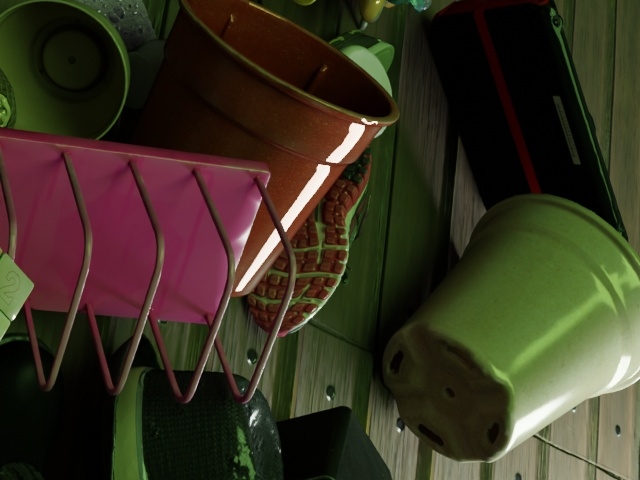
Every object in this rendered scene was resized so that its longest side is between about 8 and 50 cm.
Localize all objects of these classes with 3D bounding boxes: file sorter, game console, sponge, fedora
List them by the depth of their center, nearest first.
[{"bbox_3d":[-0.193,0.038,1.446,0.290,0.202,0.182,6,33,-24],"label":"file sorter"},{"bbox_3d":[-0.122,0.256,1.582,0.334,0.152,0.334,-8,90,-82],"label":"fedora"},{"bbox_3d":[-0.267,-0.314,1.713,0.117,0.031,0.210,-34,110,-51],"label":"sponge"},{"bbox_3d":[0.307,-0.176,2.217,0.060,0.342,0.386,-26,105,-22],"label":"game console"}]

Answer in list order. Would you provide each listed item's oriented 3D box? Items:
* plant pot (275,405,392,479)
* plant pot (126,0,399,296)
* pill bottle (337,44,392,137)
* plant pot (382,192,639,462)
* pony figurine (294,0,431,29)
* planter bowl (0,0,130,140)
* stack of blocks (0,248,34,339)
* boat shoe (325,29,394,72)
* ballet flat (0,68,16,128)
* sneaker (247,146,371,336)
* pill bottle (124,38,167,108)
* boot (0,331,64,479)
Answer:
[{"bbox_3d":[-0.010,0.310,1.804,0.188,0.187,0.167,58,29,-27],"label":"plant pot"},{"bbox_3d":[-0.096,-0.099,1.649,0.272,0.272,0.265,4,123,-53],"label":"plant pot"},{"bbox_3d":[-0.025,-0.166,1.853,0.117,0.208,0.117,16,69,-50],"label":"pill bottle"},{"bbox_3d":[0.264,0.149,2.114,0.305,0.334,0.334,-36,111,-39],"label":"plant pot"},{"bbox_3d":[0.096,-0.446,1.994,0.363,0.303,0.351,-31,144,-76],"label":"pony figurine"},{"bbox_3d":[-0.275,-0.186,1.589,0.109,0.162,0.162,-75,145,-71],"label":"planter bowl"},{"bbox_3d":[-0.379,0.126,1.206,0.087,0.171,0.297,53,45,-32],"label":"stack of blocks"},{"bbox_3d":[0.010,-0.235,2.039,0.228,0.068,0.081,-26,143,-48],"label":"boat shoe"},{"bbox_3d":[-0.383,-0.204,1.487,0.084,0.058,0.250,-33,110,-16],"label":"ballet flat"},{"bbox_3d":[0.000,0.000,1.937,0.112,0.121,0.299,81,30,-57],"label":"sneaker"},{"bbox_3d":[-0.170,-0.197,1.769,0.160,0.087,0.087,-18,96,-54],"label":"pill bottle"},{"bbox_3d":[-0.266,0.232,1.396,0.131,0.260,0.348,47,48,-37],"label":"boot"}]
